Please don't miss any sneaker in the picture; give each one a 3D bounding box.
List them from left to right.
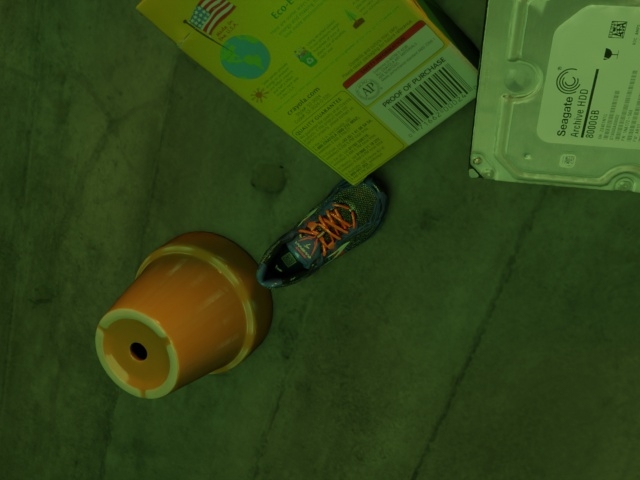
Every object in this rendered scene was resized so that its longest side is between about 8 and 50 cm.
[{"bbox_3d":[0.000,0.000,0.886,0.083,0.087,0.221,47,119,1],"label":"sneaker"}]

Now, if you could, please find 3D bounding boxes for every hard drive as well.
[{"bbox_3d":[0.318,-0.155,0.648,0.338,0.064,0.237,7,127,11],"label":"hard drive"}]

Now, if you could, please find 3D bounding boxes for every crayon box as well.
[{"bbox_3d":[0.001,-0.217,0.723,0.202,0.081,0.318,-34,128,29],"label":"crayon box"}]

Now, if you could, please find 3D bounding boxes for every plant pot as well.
[{"bbox_3d":[-0.197,0.113,0.952,0.205,0.188,0.205,8,111,20],"label":"plant pot"}]
